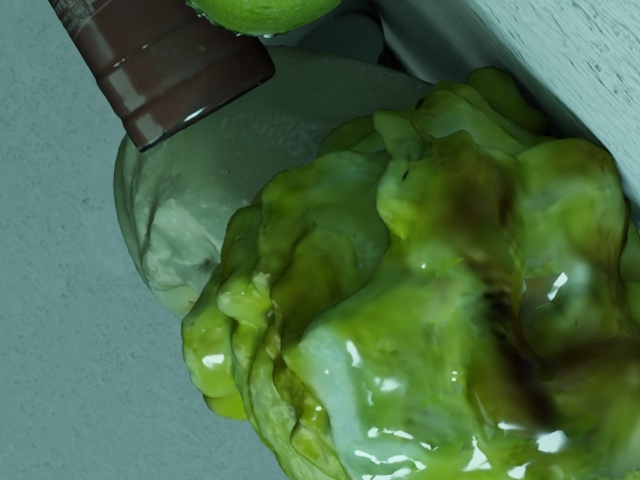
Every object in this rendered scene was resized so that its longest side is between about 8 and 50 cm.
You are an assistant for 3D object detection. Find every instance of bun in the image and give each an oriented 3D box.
[{"bbox_3d":[0.000,0.000,1.301,0.365,0.219,0.365,19,163,6],"label":"bun"}]

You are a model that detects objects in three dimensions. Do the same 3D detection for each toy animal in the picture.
[{"bbox_3d":[-0.046,-0.204,1.404,0.193,0.127,0.178,50,180,21],"label":"toy animal"}]

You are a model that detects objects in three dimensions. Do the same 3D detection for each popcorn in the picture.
[{"bbox_3d":[0.080,0.041,1.027,0.312,0.312,0.312,48,-179,-2],"label":"popcorn"}]

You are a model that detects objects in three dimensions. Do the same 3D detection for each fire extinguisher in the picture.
[{"bbox_3d":[-0.151,-0.226,0.992,0.344,0.102,0.138,59,167,-5],"label":"fire extinguisher"}]

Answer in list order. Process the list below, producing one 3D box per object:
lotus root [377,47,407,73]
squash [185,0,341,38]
[{"bbox_3d":[0.004,-0.148,1.589,0.278,0.154,0.154,54,178,-40],"label":"lotus root"},{"bbox_3d":[-0.030,-0.176,0.881,0.123,0.123,0.187,48,180,-1],"label":"squash"}]
